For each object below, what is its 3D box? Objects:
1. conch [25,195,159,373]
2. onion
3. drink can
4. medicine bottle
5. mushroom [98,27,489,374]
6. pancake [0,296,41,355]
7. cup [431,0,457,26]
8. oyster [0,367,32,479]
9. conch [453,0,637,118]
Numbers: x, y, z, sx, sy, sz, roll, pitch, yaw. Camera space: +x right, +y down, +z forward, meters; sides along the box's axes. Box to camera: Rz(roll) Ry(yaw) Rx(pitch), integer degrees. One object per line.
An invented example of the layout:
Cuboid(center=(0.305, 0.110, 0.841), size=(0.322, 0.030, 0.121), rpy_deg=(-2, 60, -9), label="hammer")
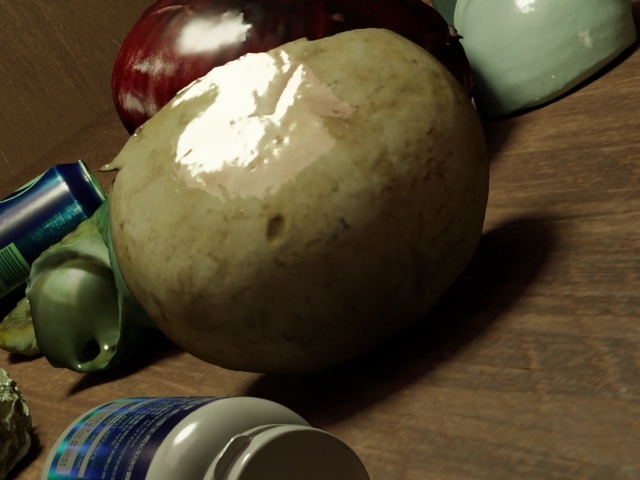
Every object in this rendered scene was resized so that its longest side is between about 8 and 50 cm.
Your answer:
Cuboid(center=(-0.152, 0.027, 1.248), size=(0.188, 0.122, 0.176), rpy_deg=(-10, 64, 48), label="conch")
Cuboid(center=(-0.017, -0.148, 1.249), size=(0.313, 0.232, 0.314), rpy_deg=(8, 12, -2), label="onion")
Cuboid(center=(-0.342, -0.004, 1.762), size=(0.205, 0.118, 0.118), rpy_deg=(-32, 14, -4), label="drink can")
Cuboid(center=(-0.058, 0.130, 0.731), size=(0.107, 0.107, 0.191), rpy_deg=(-41, 16, -29), label="medicine bottle")
Cuboid(center=(0.000, 0.000, 0.955), size=(0.253, 0.195, 0.189), rpy_deg=(-26, 48, 4), label="mushroom")
Cuboid(center=(-0.236, 0.040, 1.549), size=(0.253, 0.037, 0.253), rpy_deg=(-30, 15, 9), label="pancake")
Cuboid(center=(0.179, -0.309, 1.582), size=(0.199, 0.150, 0.199), rpy_deg=(-30, 15, 9), label="cup")
Cuboid(center=(-0.274, 0.165, 1.186), size=(0.125, 0.064, 0.177), rpy_deg=(-41, 18, 33), label="oyster")
Cuboid(center=(0.187, -0.192, 1.295), size=(0.185, 0.121, 0.221), rpy_deg=(-61, 15, 11), label="conch")
